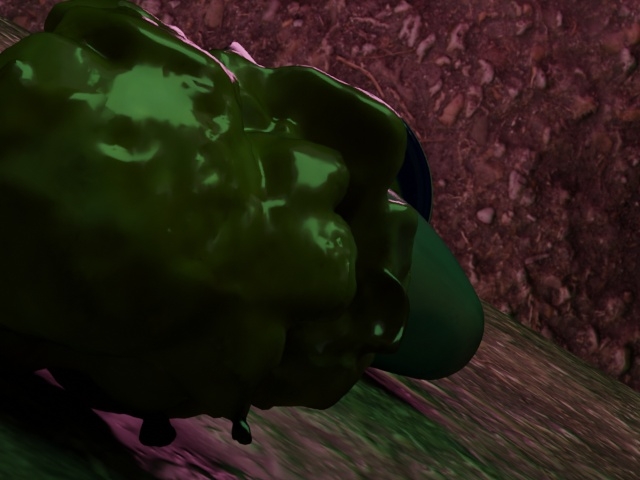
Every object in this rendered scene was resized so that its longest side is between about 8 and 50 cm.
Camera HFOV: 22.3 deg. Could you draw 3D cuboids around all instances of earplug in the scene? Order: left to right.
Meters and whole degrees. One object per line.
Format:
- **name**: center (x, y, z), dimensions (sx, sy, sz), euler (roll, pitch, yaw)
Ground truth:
- **earplug**: center (0.000, 0.000, 1.380), dimensions (0.324, 0.185, 0.185), euler (37, 4, 0)

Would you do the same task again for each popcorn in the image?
- **popcorn**: center (-0.079, -0.005, 0.754), dimensions (0.253, 0.191, 0.190), euler (32, -30, -12)

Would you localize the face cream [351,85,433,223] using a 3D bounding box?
- **face cream**: center (0.003, -0.041, 1.508), dimensions (0.206, 0.206, 0.111), euler (31, 3, 7)
